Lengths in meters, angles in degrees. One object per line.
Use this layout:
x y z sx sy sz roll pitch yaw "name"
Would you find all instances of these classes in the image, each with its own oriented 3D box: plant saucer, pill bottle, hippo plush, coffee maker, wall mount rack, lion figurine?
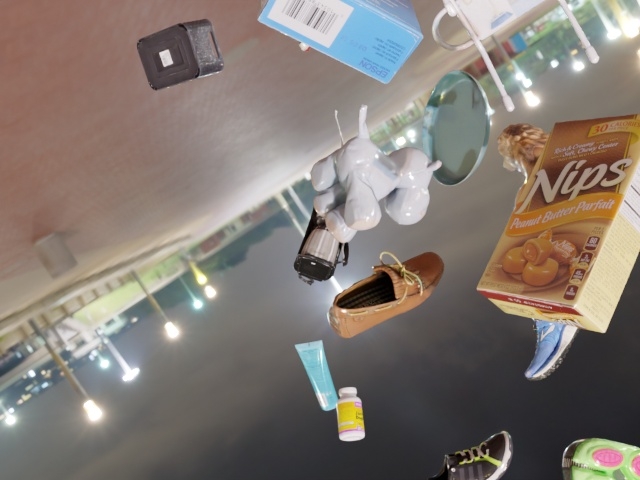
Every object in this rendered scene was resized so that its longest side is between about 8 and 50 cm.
0.380 -0.309 1.852 0.044 0.317 0.317 0 171 -22 "plant saucer"
0.050 0.294 1.131 0.043 0.083 0.043 -4 152 -2 "pill bottle"
0.128 -0.143 1.527 0.236 0.294 0.234 -2 -175 -30 "hippo plush"
0.000 0.000 1.676 0.171 0.120 0.178 -25 -140 57 "coffee maker"
0.433 -0.477 1.465 0.350 0.304 0.130 -29 -151 26 "wall mount rack"
0.483 -0.113 1.428 0.142 0.240 0.392 -50 -173 32 "lion figurine"

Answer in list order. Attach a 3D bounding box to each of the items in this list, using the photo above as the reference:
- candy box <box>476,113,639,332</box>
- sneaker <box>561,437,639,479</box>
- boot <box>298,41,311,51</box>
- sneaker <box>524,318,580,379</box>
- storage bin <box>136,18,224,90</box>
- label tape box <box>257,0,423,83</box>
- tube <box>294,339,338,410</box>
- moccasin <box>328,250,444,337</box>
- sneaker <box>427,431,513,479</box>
0.384 -0.033 0.993 0.183 0.087 0.316 7 -114 58 "candy box"
0.552 0.483 1.267 0.202 0.483 0.185 15 -108 47 "sneaker"
0.066 -0.626 2.012 0.244 0.176 0.088 -44 -153 10 "boot"
0.788 0.331 2.297 0.330 0.147 0.130 -59 151 -4 "sneaker"
-0.324 -0.427 1.537 0.180 0.122 0.084 -5 -161 37 "storage bin"
0.025 -0.436 1.124 0.106 0.241 0.333 -51 -152 37 "label tape box"
-0.004 0.377 1.870 0.080 0.207 0.052 -15 -163 11 "tube"
0.186 0.124 1.831 0.380 0.139 0.147 -21 141 -21 "moccasin"
0.325 0.504 1.477 0.234 0.097 0.084 -50 -167 14 "sneaker"
